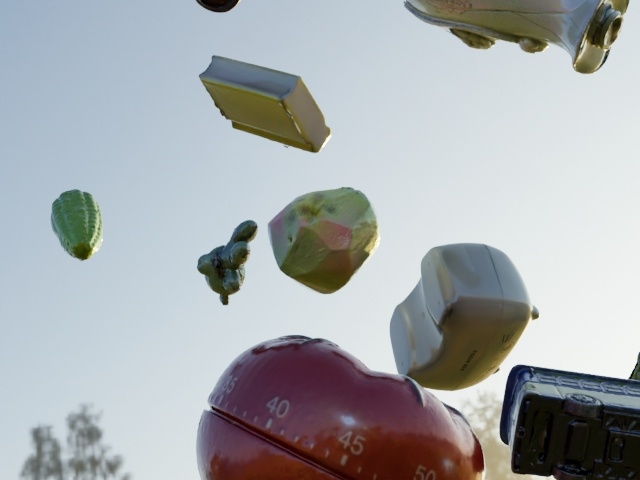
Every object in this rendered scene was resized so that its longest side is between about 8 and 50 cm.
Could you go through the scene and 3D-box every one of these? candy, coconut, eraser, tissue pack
[{"bbox_3d":[-0.444,-0.021,1.748,0.096,0.209,0.097,-8,-63,-16],"label":"candy"},{"bbox_3d":[0.000,0.000,1.901,0.236,0.236,0.205,-7,-44,-11],"label":"coconut"},{"bbox_3d":[-0.099,-0.245,1.730,0.226,0.069,0.158,21,-24,37],"label":"eraser"},{"bbox_3d":[0.309,0.169,2.058,0.236,0.229,0.333,5,-42,-18],"label":"tissue pack"}]

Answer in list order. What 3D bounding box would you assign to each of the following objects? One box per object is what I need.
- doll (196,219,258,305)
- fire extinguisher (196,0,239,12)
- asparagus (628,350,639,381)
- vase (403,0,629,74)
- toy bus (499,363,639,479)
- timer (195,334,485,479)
[{"bbox_3d":[-0.133,0.023,1.386,0.077,0.115,0.150,14,-35,-18],"label":"doll"},{"bbox_3d":[-0.170,-0.497,1.741,0.104,0.269,0.105,2,-59,4],"label":"fire extinguisher"},{"bbox_3d":[0.652,0.412,1.889,0.108,0.382,0.128,-4,-16,-21],"label":"asparagus"},{"bbox_3d":[0.386,-0.488,1.904,0.250,0.445,0.250,-37,-37,-34],"label":"vase"},{"bbox_3d":[0.429,0.290,1.449,0.287,0.138,0.175,8,9,3],"label":"toy bus"},{"bbox_3d":[0.022,0.290,1.240,0.378,0.279,0.378,27,-11,6],"label":"timer"}]
